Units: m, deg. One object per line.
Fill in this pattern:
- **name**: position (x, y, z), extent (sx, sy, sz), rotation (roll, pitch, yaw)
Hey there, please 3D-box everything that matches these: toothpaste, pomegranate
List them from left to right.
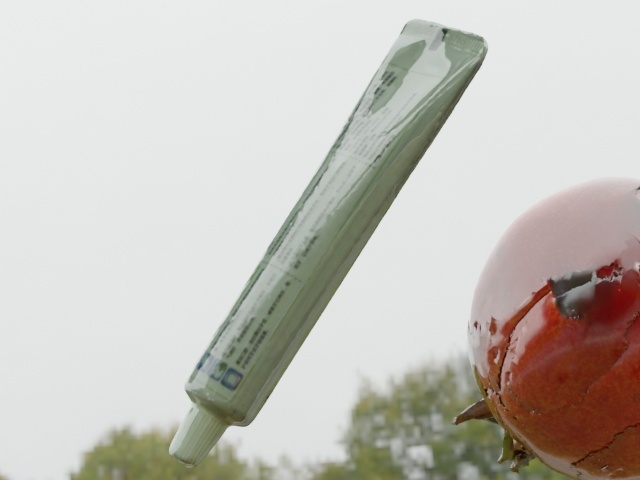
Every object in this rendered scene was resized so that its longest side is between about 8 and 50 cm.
- **toothpaste**: position (0.000, 0.000, 0.615), extent (0.048, 0.197, 0.029), rotation (22, -14, 47)
- **pomegranate**: position (0.195, 0.068, 1.092), extent (0.210, 0.210, 0.235), rotation (10, -39, -30)
